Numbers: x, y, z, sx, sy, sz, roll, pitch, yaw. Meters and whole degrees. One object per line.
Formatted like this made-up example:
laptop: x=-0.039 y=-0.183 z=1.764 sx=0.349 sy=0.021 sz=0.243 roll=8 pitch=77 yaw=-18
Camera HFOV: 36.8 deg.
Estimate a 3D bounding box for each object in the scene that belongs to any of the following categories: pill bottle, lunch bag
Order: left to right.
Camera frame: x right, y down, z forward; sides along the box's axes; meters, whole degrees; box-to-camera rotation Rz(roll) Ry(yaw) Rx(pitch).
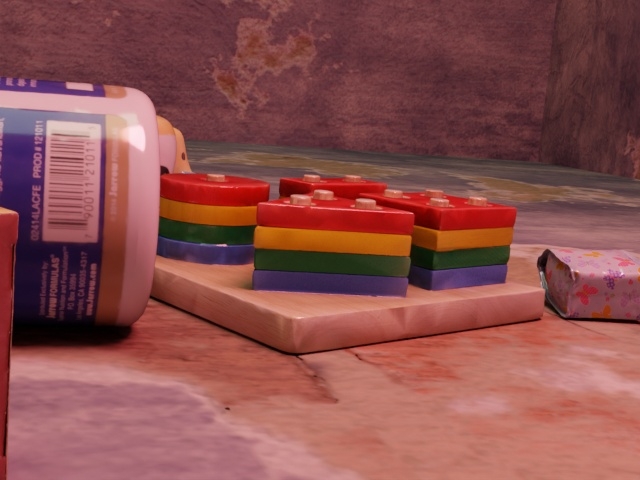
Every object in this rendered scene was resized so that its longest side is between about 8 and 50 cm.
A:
pill bottle: x=-0.237 y=-0.026 z=0.578 sx=0.264 sy=0.153 sz=0.153 roll=3 pitch=9 yaw=-16
lunch bag: x=0.222 y=0.033 z=0.788 sx=0.071 sy=0.053 sz=0.083 roll=2 pitch=19 yaw=-7

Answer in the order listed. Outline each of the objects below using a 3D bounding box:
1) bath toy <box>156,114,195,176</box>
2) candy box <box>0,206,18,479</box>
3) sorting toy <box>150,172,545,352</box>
bath toy: x=-0.243 y=-0.073 z=1.018 sx=0.151 sy=0.129 sz=0.348 roll=-38 pitch=-4 yaw=14
candy box: x=-0.194 y=0.027 z=0.406 sx=0.053 sy=0.109 sz=0.186 roll=-2 pitch=11 yaw=-45
sorting toy: x=0.000 y=0.000 z=0.752 sx=0.255 sy=0.090 sz=0.257 roll=-3 pitch=12 yaw=-41
